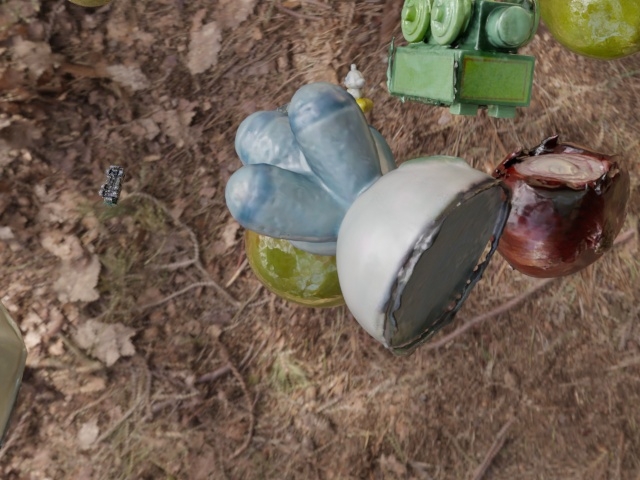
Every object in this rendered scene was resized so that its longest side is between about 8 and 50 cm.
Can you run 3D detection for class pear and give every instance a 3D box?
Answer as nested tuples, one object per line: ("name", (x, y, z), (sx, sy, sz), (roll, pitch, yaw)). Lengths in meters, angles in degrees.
("pear", (0.558, -0.463, 1.611), (0.269, 0.212, 0.212), (34, 117, 39))

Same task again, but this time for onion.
("onion", (0.519, -0.067, 1.839), (0.341, 0.341, 0.341), (3, 108, 11))

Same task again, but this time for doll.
("doll", (0.082, -0.331, 1.796), (0.071, 0.135, 0.113), (-5, 79, -7))

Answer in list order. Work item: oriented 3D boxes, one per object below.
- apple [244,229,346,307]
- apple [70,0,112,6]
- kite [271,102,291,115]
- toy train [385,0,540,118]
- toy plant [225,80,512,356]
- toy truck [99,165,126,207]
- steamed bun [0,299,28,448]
("apple", (0.000, 0.000, 1.305), (0.261, 0.261, 0.194), (12, 103, 7))
("apple", (-0.414, -0.519, 1.446), (0.200, 0.200, 0.200), (3, 108, 11))
("kite", (-0.029, -0.190, 1.838), (0.152, 0.015, 0.285), (-18, 69, -2))
("toy train", (0.211, -0.287, 1.217), (0.159, 0.272, 0.188), (0, 103, -20))
("toy plant", (0.028, -0.049, 0.961), (0.332, 0.247, 0.247), (36, 113, 25))
("toy truck", (-0.441, -0.114, 1.737), (0.039, 0.083, 0.044), (6, 154, 5))
("steamed bun", (-0.396, 0.156, 0.765), (0.146, 0.164, 0.241), (39, 111, 36))
